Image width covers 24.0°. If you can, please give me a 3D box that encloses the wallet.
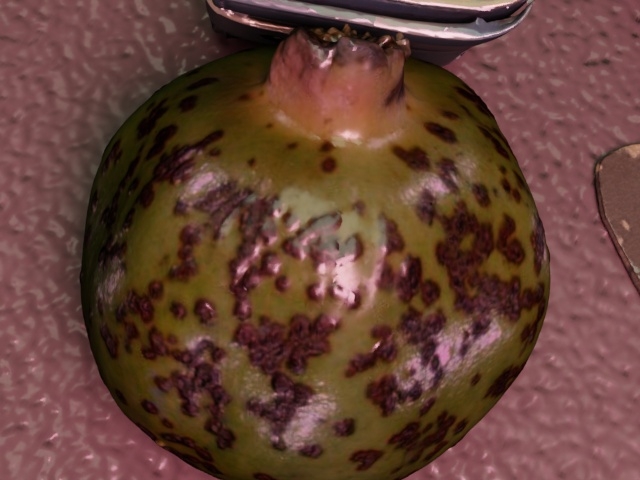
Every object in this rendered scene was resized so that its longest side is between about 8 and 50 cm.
[{"bbox_3d":[0.021,-0.145,0.863,0.176,0.250,0.075,7,92,-3],"label":"wallet"}]

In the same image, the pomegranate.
[{"bbox_3d":[0.000,0.000,0.791,0.254,0.270,0.254,8,36,-6],"label":"pomegranate"}]

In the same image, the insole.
[{"bbox_3d":[0.246,0.045,0.927,0.081,0.011,0.248,-21,71,-12],"label":"insole"}]
